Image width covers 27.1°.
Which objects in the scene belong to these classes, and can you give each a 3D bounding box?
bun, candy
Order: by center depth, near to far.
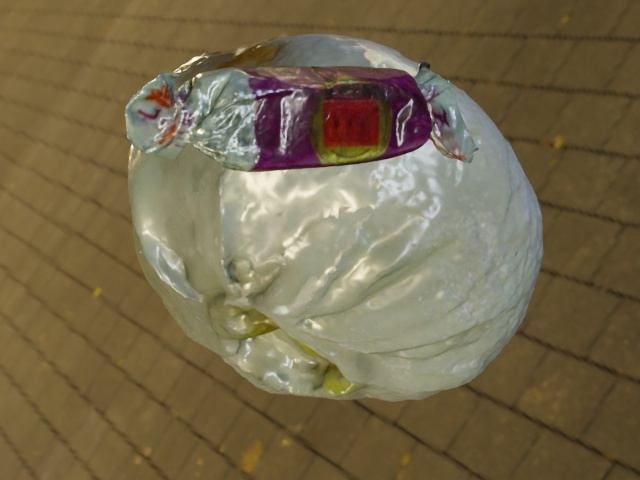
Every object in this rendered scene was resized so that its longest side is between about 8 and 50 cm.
[{"bbox_3d":[0.001,-0.050,0.541,0.043,0.175,0.045,11,104,55],"label":"candy"},{"bbox_3d":[0.000,0.000,1.041,0.362,0.362,0.211,-18,33,51],"label":"bun"}]
